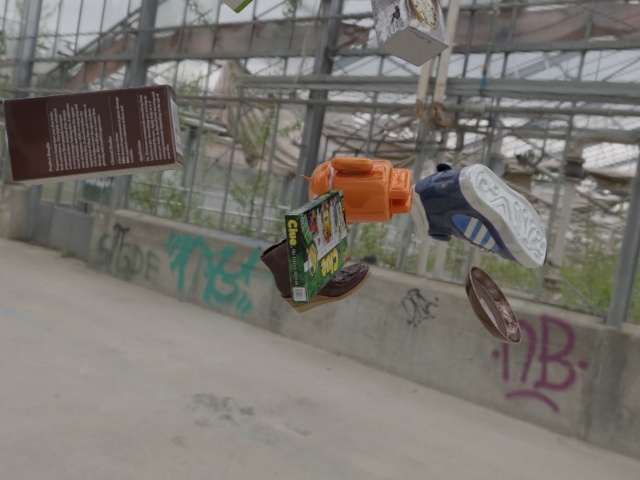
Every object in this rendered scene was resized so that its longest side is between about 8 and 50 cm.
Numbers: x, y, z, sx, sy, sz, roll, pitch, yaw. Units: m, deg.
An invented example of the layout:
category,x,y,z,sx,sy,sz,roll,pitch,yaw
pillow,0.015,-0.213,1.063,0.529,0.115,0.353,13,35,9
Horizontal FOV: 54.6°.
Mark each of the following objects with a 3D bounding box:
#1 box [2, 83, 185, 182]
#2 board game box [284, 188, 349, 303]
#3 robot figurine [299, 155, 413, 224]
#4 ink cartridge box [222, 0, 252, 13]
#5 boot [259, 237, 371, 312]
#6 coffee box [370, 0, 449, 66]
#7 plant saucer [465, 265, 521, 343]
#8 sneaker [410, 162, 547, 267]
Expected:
category,x,y,z,sx,sy,sz,roll,pitch,yaw
box,-0.528,-0.247,1.476,0.381,0.191,0.143,-6,1,-4
board game box,0.000,0.000,1.014,0.030,0.136,0.259,1,13,16
robot figurine,0.072,-0.096,1.237,0.219,0.128,0.158,1,0,13
ink cartridge box,-0.212,-0.662,1.371,0.188,0.097,0.255,-32,-41,26
boot,-0.010,0.068,1.630,0.248,0.207,0.090,-27,25,4
coffee box,0.232,-0.650,1.693,0.168,0.297,0.119,10,-24,-40
plant saucer,0.328,0.129,1.198,0.029,0.168,0.168,-36,-21,27
sneaker,0.334,-0.037,1.404,0.323,0.130,0.236,39,-34,-27
